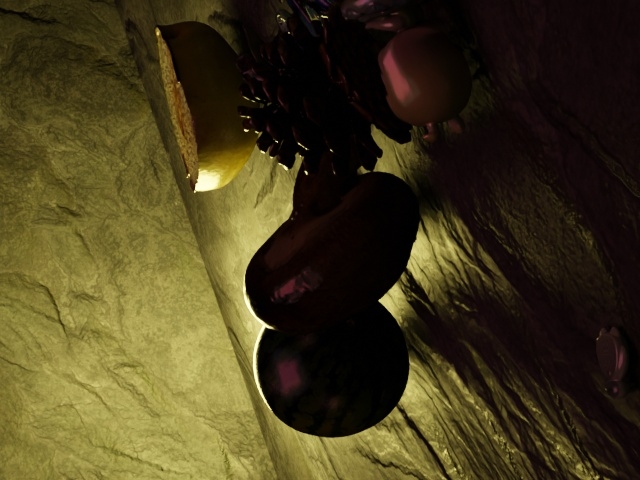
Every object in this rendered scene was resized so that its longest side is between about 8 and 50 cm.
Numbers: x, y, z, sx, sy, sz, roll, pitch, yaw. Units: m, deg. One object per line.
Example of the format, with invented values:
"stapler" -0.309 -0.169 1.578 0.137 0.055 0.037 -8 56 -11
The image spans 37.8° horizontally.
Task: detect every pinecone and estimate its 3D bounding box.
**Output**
"pinecone" 0.002 -0.212 1.382 0.264 0.264 0.264 163 90 -72

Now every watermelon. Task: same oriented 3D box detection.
"watermelon" 0.021 0.220 1.704 0.285 0.285 0.285 163 90 -72

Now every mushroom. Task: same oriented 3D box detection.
"mushroom" 0.017 0.018 1.518 0.239 0.345 0.345 32 151 8

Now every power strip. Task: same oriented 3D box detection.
"power strip" 0.346 0.141 1.087 0.055 0.035 0.083 152 114 -71

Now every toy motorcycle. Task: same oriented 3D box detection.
"toy motorcycle" 0.001 -0.390 1.481 0.315 0.113 0.169 54 162 8

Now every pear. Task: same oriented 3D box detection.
"pear" -0.245 -0.317 2.147 0.340 0.192 0.386 -122 23 -49

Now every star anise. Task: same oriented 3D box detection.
"star anise" -0.039 -0.283 1.686 0.283 0.129 0.212 36 145 34

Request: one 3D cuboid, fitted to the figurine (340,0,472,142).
"figurine" 0.109 -0.317 1.189 0.275 0.227 0.394 -12 101 44
